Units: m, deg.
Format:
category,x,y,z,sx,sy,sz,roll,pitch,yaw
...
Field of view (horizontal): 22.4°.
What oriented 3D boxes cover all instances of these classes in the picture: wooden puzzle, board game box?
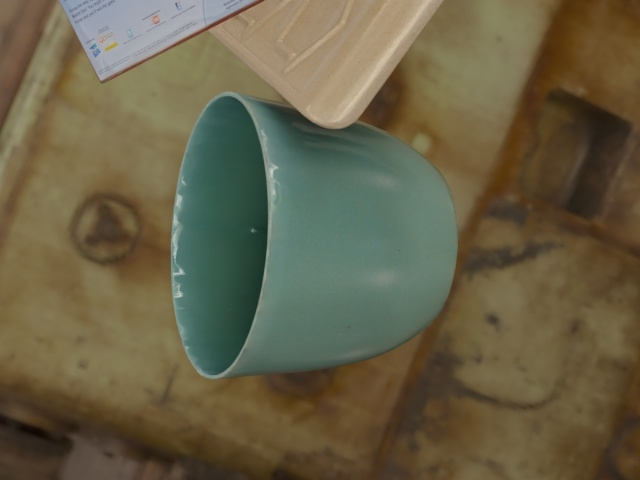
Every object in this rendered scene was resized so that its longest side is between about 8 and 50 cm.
category,x,y,z,sx,sy,sz,roll,pitch,yaw
wooden puzzle,0.045,-0.286,1.598,0.322,0.080,0.348,-54,35,6
board game box,-0.107,-0.227,1.207,0.281,0.145,0.027,-19,12,44

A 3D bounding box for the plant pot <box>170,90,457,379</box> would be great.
category,x,y,z,sx,sy,sz,roll,pitch,yaw
plant pot,0.000,0.000,1.681,0.293,0.235,0.293,-177,90,-66
